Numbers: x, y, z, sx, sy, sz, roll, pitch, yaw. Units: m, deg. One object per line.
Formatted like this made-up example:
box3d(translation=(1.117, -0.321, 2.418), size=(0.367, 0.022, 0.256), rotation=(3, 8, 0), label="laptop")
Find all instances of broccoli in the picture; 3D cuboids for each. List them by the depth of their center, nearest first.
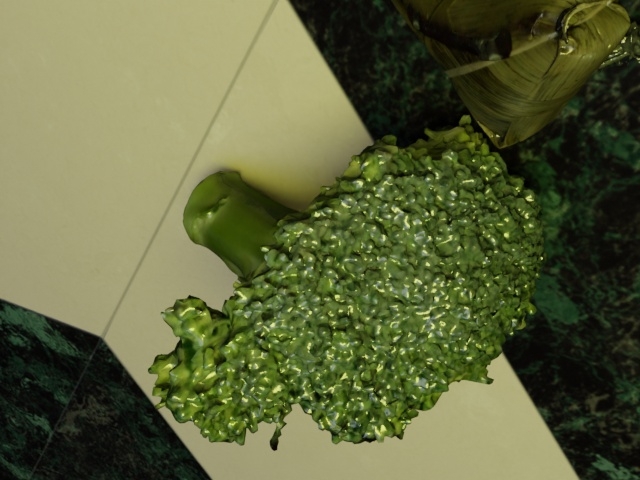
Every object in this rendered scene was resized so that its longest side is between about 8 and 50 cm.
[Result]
box3d(translation=(0.036, 0.005, 0.859), size=(0.353, 0.397, 0.274), rotation=(7, 102, -6), label="broccoli")

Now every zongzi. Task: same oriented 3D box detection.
box3d(translation=(0.129, -0.189, 0.695), size=(0.204, 0.094, 0.205), rotation=(49, 170, 7), label="zongzi")

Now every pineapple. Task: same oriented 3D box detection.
box3d(translation=(0.260, -0.153, 0.713), size=(0.124, 0.058, 0.058), rotation=(3, 125, 28), label="pineapple")
